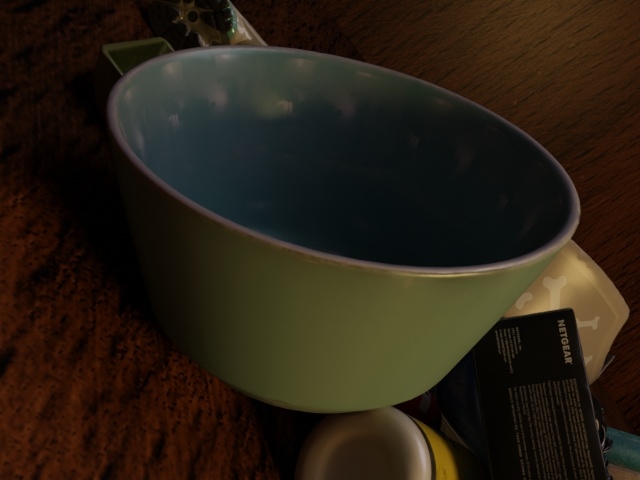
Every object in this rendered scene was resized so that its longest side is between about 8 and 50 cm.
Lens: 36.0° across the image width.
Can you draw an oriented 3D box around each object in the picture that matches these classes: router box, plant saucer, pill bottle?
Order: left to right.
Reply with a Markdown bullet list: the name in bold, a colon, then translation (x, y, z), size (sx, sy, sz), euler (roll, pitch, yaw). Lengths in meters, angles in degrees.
- **plant saucer**: translation (-0.121, -0.086, 0.867), size (0.188, 0.045, 0.188), euler (53, 13, -7)
- **pill bottle**: translation (0.067, 0.188, 0.727), size (0.184, 0.103, 0.103), euler (38, 22, -52)
- **router box**: translation (0.183, 0.236, 0.745), size (0.243, 0.081, 0.309), euler (57, 25, -64)

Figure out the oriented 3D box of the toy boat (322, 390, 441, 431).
- **toy boat**: translation (0.054, 0.072, 0.861), size (0.151, 0.151, 0.231), euler (45, 17, -34)

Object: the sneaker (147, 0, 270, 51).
- **sneaker**: translation (-0.075, -0.185, 1.134), size (0.283, 0.110, 0.122), euler (56, 10, 2)

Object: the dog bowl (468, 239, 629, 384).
- **dog bowl**: translation (0.177, 0.058, 1.122), size (0.348, 0.102, 0.349), euler (36, -15, 11)

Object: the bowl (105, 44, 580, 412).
- **bowl**: translation (0.000, 0.000, 0.676), size (0.311, 0.163, 0.311), euler (12, 29, -7)

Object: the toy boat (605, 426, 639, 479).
- **toy boat**: translation (0.321, 0.259, 1.225), size (0.267, 0.148, 0.318), euler (16, -8, 7)

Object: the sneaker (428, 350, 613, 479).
- **sneaker**: translation (0.240, 0.242, 0.987), size (0.330, 0.147, 0.129), euler (47, 43, 11)
